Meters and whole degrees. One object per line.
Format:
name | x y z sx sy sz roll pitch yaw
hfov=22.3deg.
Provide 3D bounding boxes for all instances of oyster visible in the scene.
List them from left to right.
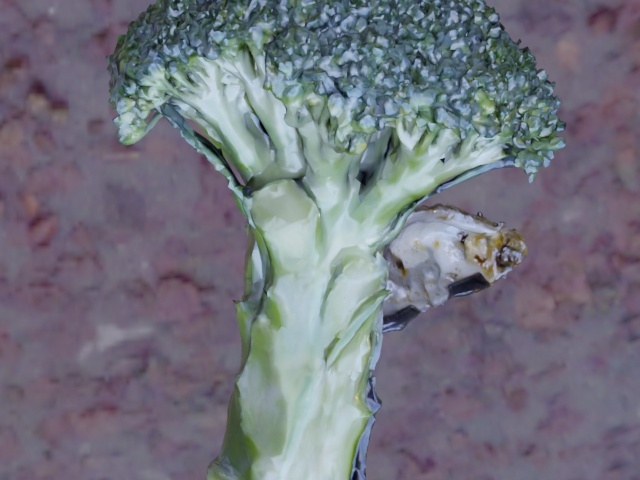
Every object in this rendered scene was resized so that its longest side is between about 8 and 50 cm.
oyster | 0.106 0.025 1.711 0.345 0.078 0.129 -9 100 -47

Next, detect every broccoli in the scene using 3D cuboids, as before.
broccoli | -0.021 -0.008 0.980 0.252 0.221 0.361 36 119 14
